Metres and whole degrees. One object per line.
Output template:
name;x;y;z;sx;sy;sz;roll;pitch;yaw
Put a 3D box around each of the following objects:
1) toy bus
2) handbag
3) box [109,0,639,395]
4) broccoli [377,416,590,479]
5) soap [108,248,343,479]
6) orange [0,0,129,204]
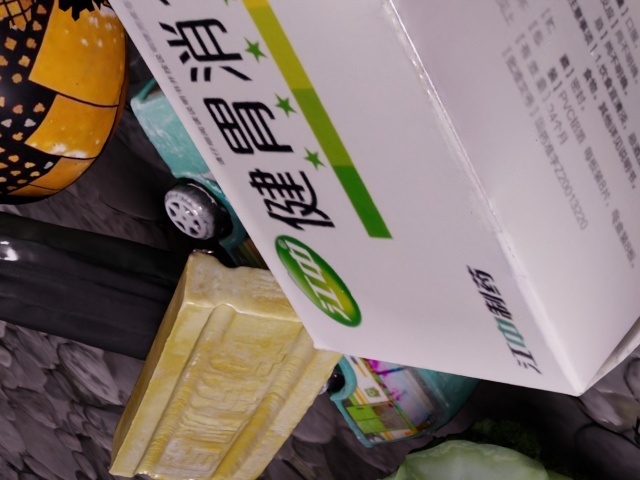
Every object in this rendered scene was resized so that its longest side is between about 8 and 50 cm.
toy bus;0.000;0.000;0.855;0.109;0.091;0.262;-12;120;48
handbag;-0.137;0.036;0.938;0.191;0.075;0.332;6;173;40
box;0.029;-0.099;0.637;0.173;0.145;0.333;7;134;50
broccoli;0.096;0.218;0.812;0.307;0.308;0.275;26;137;29
soap;-0.056;0.083;0.851;0.092;0.037;0.252;10;149;-12
orange;-0.215;-0.121;0.861;0.234;0.182;0.234;32;155;17
